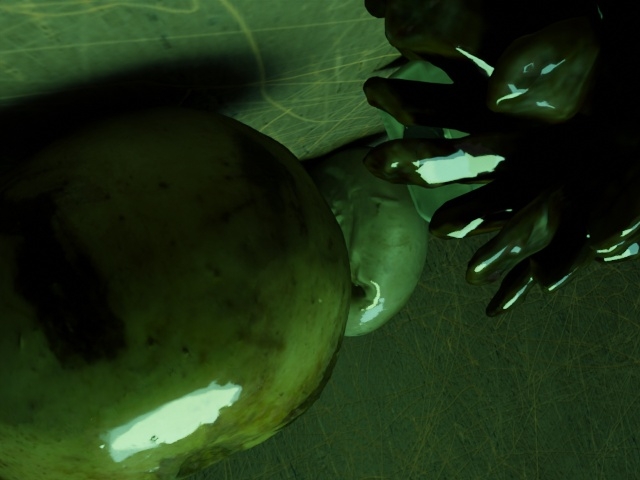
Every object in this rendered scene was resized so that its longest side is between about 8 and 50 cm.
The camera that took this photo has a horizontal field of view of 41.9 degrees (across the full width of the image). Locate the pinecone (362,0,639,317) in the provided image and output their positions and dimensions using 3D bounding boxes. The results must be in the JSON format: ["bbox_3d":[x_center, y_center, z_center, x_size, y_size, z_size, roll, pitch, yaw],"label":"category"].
[{"bbox_3d":[0.111,-0.085,0.400,0.202,0.201,0.229,-23,180,13],"label":"pinecone"}]

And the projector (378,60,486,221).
[{"bbox_3d":[0.182,-0.118,0.746,0.177,0.163,0.242,-16,175,-34],"label":"projector"}]

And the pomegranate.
[{"bbox_3d":[-0.134,0.046,0.635,0.322,0.322,0.322,-19,178,-1],"label":"pomegranate"}]

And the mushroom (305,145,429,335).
[{"bbox_3d":[0.000,0.000,1.227,0.290,0.293,0.292,3,167,-32],"label":"mushroom"}]
